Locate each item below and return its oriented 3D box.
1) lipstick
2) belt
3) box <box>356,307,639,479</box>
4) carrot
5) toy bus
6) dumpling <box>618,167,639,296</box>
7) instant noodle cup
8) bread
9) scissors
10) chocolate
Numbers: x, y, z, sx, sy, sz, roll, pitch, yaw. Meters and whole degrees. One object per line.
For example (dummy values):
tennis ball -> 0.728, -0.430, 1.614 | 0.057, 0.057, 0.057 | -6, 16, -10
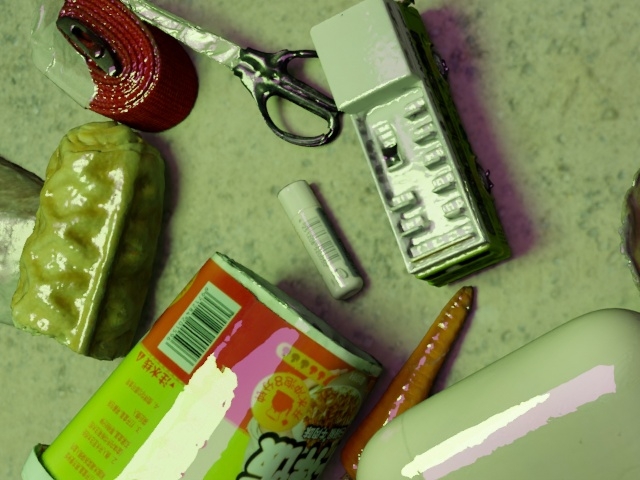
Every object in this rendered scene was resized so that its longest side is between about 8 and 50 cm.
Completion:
lipstick -> 0.000, 0.000, 1.561 | 0.040, 0.040, 0.141 | -35, 72, 15
belt -> -0.248, -0.217, 1.646 | 0.201, 0.124, 0.128 | 39, 96, 21
box -> 0.229, 0.244, 1.348 | 0.349, 0.141, 0.289 | -31, 99, 17
carrot -> 0.099, 0.161, 1.495 | 0.061, 0.061, 0.257 | 34, 93, 22
toy bus -> 0.097, -0.108, 1.480 | 0.113, 0.139, 0.302 | -25, 77, 20
dumpling -> 0.359, 0.006, 1.388 | 0.166, 0.086, 0.332 | -6, 80, -11
instant noodle cup -> -0.107, 0.196, 1.476 | 0.294, 0.294, 0.308 | 37, 91, 22
bread -> -0.260, -0.005, 1.613 | 0.130, 0.152, 0.268 | 13, 88, 46
scissors -> -0.102, -0.210, 1.586 | 0.300, 0.022, 0.109 | 29, 96, 1
chocolate -> -0.438, -0.022, 1.720 | 0.303, 0.100, 0.185 | 26, 91, 20
